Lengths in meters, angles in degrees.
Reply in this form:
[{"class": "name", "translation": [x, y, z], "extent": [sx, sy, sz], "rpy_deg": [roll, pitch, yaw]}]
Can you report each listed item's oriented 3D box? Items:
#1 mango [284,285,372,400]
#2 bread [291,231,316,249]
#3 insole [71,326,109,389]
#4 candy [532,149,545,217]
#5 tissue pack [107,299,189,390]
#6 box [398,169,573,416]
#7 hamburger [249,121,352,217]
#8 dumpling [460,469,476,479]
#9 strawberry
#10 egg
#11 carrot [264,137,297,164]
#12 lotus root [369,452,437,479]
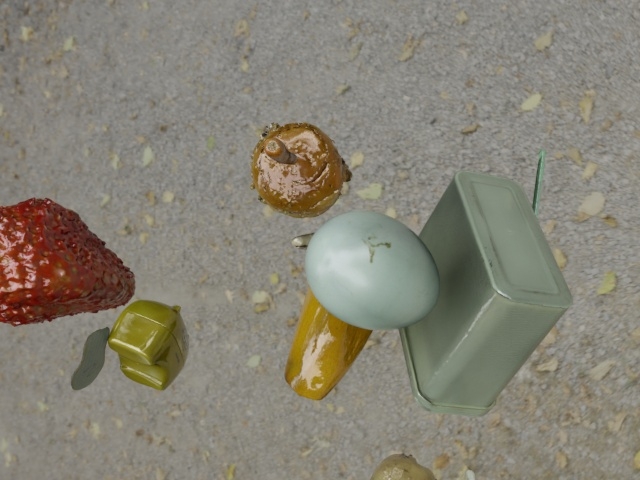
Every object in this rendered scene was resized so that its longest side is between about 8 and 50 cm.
[{"class": "mango", "translation": [0.034, 0.143, 1.272], "extent": [0.144, 0.359, 0.187], "rpy_deg": [28, 141, -5]}, {"class": "bread", "translation": [-0.001, 0.000, 2.140], "extent": [0.073, 0.214, 0.053], "rpy_deg": [-35, 70, 48]}, {"class": "insole", "translation": [-0.423, 0.221, 1.218], "extent": [0.004, 0.064, 0.188], "rpy_deg": [48, 132, 23]}, {"class": "candy", "translation": [0.560, -0.033, 1.738], "extent": [0.119, 0.119, 0.439], "rpy_deg": [3, 76, 36]}, {"class": "tissue pack", "translation": [-0.320, 0.193, 1.260], "extent": [0.123, 0.127, 0.178], "rpy_deg": [18, 143, 13]}, {"class": "box", "translation": [0.290, 0.102, 1.287], "extent": [0.351, 0.178, 0.343], "rpy_deg": [-96, 21, -44]}, {"class": "hamburger", "translation": [-0.062, -0.177, 1.666], "extent": [0.245, 0.211, 0.260], "rpy_deg": [-30, 93, 1]}, {"class": "dumpling", "translation": [0.299, 0.566, 1.270], "extent": [0.126, 0.166, 0.215], "rpy_deg": [18, 98, 4]}, {"class": "strawberry", "translation": [-0.330, 0.041, 0.791], "extent": [0.107, 0.236, 0.175], "rpy_deg": [39, 128, 53]}, {"class": "egg", "translation": [0.090, 0.053, 1.061], "extent": [0.183, 0.264, 0.182], "rpy_deg": [-25, 52, 36]}, {"class": "carrot", "translation": [-0.073, -0.165, 1.269], "extent": [0.037, 0.190, 0.037], "rpy_deg": [0, 89, 8]}, {"class": "lotus root", "translation": [0.166, 0.667, 1.525], "extent": [0.169, 0.151, 0.342], "rpy_deg": [15, 79, 16]}]
